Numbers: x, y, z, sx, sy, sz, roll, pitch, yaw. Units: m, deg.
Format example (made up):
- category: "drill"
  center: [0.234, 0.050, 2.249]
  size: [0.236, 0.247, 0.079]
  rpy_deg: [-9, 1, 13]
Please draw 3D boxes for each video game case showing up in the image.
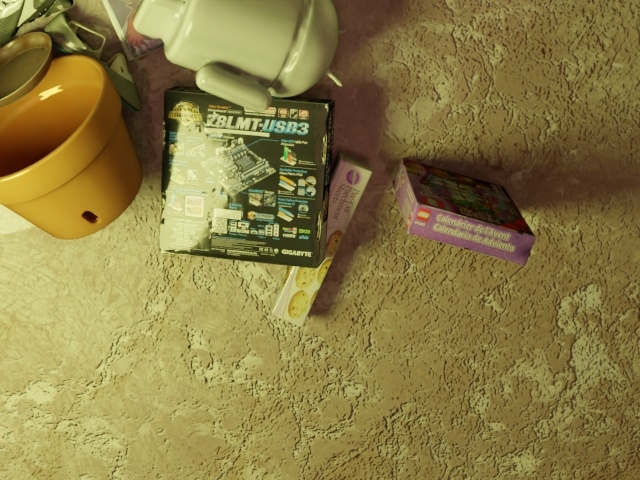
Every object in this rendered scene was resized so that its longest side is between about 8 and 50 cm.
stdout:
- category: "video game case"
  center: [-0.284, -0.433, 1.844]
  size: [0.184, 0.023, 0.201]
  rpy_deg: [-21, 107, 5]

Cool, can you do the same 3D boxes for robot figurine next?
- category: "robot figurine"
  center: [-0.120, -0.356, 1.765]
  size: [0.354, 0.200, 0.299]
  rpy_deg: [17, 68, -18]

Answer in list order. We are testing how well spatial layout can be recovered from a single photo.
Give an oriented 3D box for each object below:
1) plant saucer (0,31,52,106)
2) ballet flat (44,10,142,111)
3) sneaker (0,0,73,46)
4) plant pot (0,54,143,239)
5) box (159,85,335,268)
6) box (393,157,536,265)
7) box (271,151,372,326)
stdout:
- category: "plant saucer"
  center: [-0.512, -0.281, 1.808]
  size: [0.168, 0.168, 0.029]
  rpy_deg: [-31, 132, 8]
- category: "ballet flat"
  center: [-0.376, -0.311, 1.855]
  size: [0.213, 0.072, 0.068]
  rpy_deg: [40, 97, -12]
- category: "sneaker"
  center: [-0.474, -0.404, 1.805]
  size: [0.106, 0.078, 0.234]
  rpy_deg: [34, 112, -11]
- category: "plant pot"
  center: [-0.431, -0.139, 1.804]
  size: [0.291, 0.290, 0.203]
  rpy_deg: [-28, 132, 7]
- category: "box"
  center: [-0.131, -0.111, 1.886]
  size: [0.296, 0.073, 0.293]
  rpy_deg: [5, 103, 9]
- category: "box"
  center: [0.236, -0.054, 1.832]
  size: [0.201, 0.293, 0.057]
  rpy_deg: [15, 108, -6]
- category: "box"
  center: [0.000, 0.000, 1.962]
  size: [0.067, 0.063, 0.323]
  rpy_deg: [23, 105, -8]
